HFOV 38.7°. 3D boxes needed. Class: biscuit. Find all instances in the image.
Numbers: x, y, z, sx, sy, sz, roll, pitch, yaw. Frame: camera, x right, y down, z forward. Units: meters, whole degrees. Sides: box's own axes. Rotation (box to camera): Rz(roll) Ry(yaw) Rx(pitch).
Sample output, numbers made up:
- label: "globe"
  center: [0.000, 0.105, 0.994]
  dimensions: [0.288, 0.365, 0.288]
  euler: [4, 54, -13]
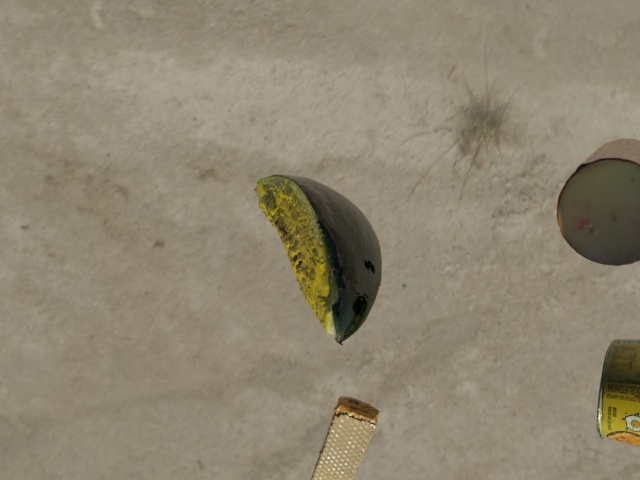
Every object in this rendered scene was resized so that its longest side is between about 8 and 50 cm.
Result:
- label: "biscuit"
  center: [0.045, 0.447, 1.928]
  dimensions: [0.094, 0.054, 0.378]
  euler: [19, 139, 3]

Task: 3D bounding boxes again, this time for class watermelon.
- label: "watermelon"
  center: [0.000, 0.000, 1.290]
  dimensions: [0.123, 0.301, 0.129]
  euler: [14, 129, -44]

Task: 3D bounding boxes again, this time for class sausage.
- label: "sausage"
  center: [0.294, -0.050, 0.886]
  dimensions: [0.093, 0.312, 0.093]
  euler: [4, 101, 21]

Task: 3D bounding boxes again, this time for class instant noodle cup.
- label: "instant noodle cup"
  center: [0.462, 0.211, 1.241]
  dimensions: [0.144, 0.182, 0.182]
  euler: [5, 119, 26]
